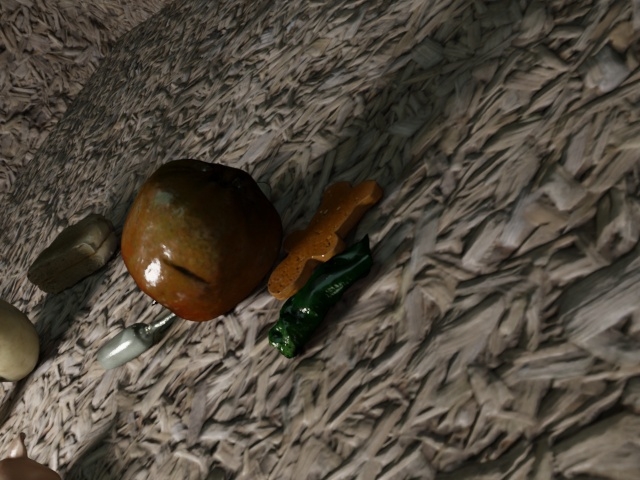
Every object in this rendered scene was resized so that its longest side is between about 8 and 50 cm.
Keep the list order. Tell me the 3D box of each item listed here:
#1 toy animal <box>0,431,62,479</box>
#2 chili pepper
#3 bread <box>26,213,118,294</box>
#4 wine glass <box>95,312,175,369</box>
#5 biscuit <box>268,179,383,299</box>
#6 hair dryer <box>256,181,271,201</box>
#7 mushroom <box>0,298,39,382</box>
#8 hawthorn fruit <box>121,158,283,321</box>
[{"bbox_3d":[-0.524,0.477,1.471,0.165,0.149,0.248,-38,37,-12],"label":"toy animal"},{"bbox_3d":[0.003,0.078,1.288,0.224,0.061,0.098,-50,21,1],"label":"chili pepper"},{"bbox_3d":[-0.649,0.020,2.263,0.337,0.102,0.183,-24,37,38],"label":"bread"},{"bbox_3d":[-0.347,0.182,1.658,0.262,0.074,0.074,-34,31,29],"label":"wine glass"},{"bbox_3d":[0.000,0.000,1.418,0.250,0.036,0.165,-54,27,-18],"label":"biscuit"},{"bbox_3d":[-0.168,-0.016,1.687,0.183,0.044,0.155,-39,27,28],"label":"hair dryer"},{"bbox_3d":[-0.811,0.266,2.028,0.315,0.356,0.315,-34,5,3],"label":"mushroom"},{"bbox_3d":[-0.216,0.013,1.487,0.301,0.268,0.267,-59,22,26],"label":"hawthorn fruit"}]
